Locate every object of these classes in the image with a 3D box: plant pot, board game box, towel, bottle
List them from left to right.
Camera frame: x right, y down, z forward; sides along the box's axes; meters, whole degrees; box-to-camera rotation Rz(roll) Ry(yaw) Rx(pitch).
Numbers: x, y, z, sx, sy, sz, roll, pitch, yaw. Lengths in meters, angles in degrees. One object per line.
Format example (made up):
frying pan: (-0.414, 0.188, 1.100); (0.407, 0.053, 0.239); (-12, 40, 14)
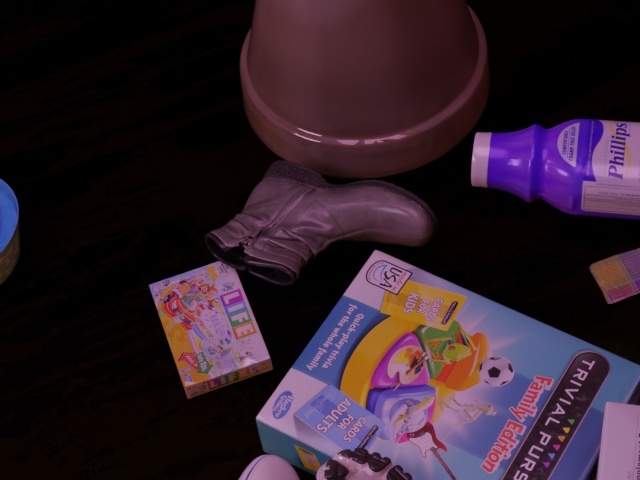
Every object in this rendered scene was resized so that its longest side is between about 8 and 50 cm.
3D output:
board game box: (-0.128, 0.099, 1.711); (0.103, 0.026, 0.154); (-19, 53, -8)
plant pot: (0.049, -0.284, 1.820); (0.323, 0.280, 0.323); (-3, 54, 4)
board game box: (0.141, 0.181, 1.585); (0.336, 0.079, 0.254); (23, 60, 22)
bottle: (0.322, -0.087, 1.754); (0.282, 0.092, 0.118); (6, 53, 11)
towel: (0.358, 0.039, 1.708); (0.083, 0.009, 0.060); (-20, 53, -9)

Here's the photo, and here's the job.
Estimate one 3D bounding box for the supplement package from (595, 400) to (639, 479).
supplement package: (0.386, 0.297, 1.393); (0.262, 0.199, 0.198); (6, 55, 11)

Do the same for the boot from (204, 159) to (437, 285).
boot: (0.000, 0.000, 1.728); (0.246, 0.083, 0.161); (14, 48, 27)

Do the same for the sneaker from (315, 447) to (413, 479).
sneaker: (0.103, 0.323, 1.466); (0.279, 0.118, 0.107); (43, 52, 18)

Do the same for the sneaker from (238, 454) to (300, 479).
sneaker: (-0.038, 0.308, 1.472); (0.094, 0.091, 0.258); (29, 35, -22)

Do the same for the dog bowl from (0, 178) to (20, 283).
dog bowl: (-0.503, -0.008, 1.808); (0.297, 0.074, 0.166); (7, 54, 12)
